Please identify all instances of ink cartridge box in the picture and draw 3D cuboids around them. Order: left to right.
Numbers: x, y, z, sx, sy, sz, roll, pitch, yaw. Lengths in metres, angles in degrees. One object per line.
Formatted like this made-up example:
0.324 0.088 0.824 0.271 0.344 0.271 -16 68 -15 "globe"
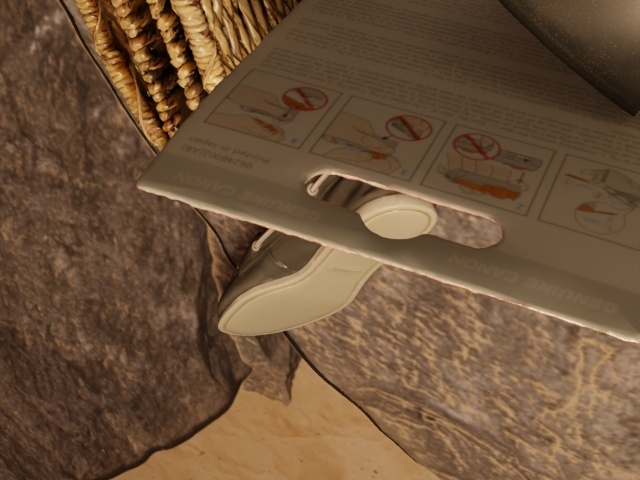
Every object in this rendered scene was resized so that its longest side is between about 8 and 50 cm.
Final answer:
0.102 -0.071 0.771 0.308 0.385 0.091 17 132 16 "ink cartridge box"

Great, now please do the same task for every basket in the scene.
-0.126 -0.189 0.914 0.213 0.223 0.299 1 128 28 "basket"

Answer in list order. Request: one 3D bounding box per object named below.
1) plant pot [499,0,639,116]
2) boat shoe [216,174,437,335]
0.184 -0.228 0.714 0.167 0.187 0.188 27 132 -3 "plant pot"
0.000 0.000 1.115 0.112 0.096 0.335 11 149 -31 "boat shoe"
